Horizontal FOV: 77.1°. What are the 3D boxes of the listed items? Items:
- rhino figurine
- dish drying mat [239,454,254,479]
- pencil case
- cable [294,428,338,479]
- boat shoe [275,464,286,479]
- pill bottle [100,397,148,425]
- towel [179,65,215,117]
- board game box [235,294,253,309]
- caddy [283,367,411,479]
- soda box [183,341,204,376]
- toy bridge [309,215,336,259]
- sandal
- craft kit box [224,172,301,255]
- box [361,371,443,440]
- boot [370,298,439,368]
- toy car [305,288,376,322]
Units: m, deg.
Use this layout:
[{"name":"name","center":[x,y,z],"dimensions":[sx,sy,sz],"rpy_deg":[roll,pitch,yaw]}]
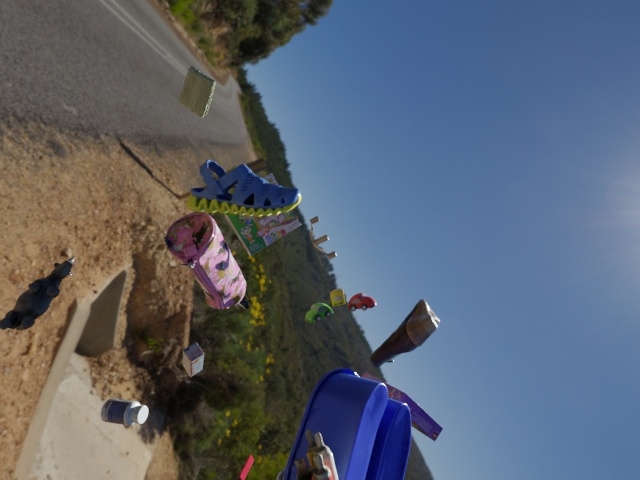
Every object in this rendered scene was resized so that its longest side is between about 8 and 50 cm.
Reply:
[{"name":"rhino figurine","center":[-0.741,0.136,1.072],"dimensions":[0.073,0.243,0.106],"rpy_deg":[38,-29,-20]},{"name":"dish drying mat","center":[-0.251,0.771,1.359],"dimensions":[0.083,0.008,0.032],"rpy_deg":[-54,133,-58]},{"name":"pencil case","center":[-0.355,0.081,1.295],"dimensions":[0.160,0.167,0.386],"rpy_deg":[32,-24,24]},{"name":"cable","center":[0.027,0.466,0.653],"dimensions":[0.139,0.072,0.287],"rpy_deg":[167,-98,-82]},{"name":"boat shoe","center":[-0.067,0.721,1.284],"dimensions":[0.066,0.066,0.183],"rpy_deg":[62,34,-9]},{"name":"pill bottle","center":[-0.575,0.507,1.183],"dimensions":[0.067,0.120,0.067],"rpy_deg":[2,90,-77]},{"name":"towel","center":[-0.428,-0.512,1.392],"dimensions":[0.110,0.148,0.027],"rpy_deg":[31,35,-5]},{"name":"board game box","center":[-0.386,0.231,1.753],"dimensions":[0.170,0.048,0.141],"rpy_deg":[45,-25,-11]},{"name":"caddy","center":[0.050,0.443,0.840],"dimensions":[0.241,0.179,0.341],"rpy_deg":[48,50,-34]},{"name":"soda box","center":[-0.506,0.476,1.596],"dimensions":[0.063,0.058,0.183],"rpy_deg":[48,-36,18]},{"name":"toy bridge","center":[0.000,0.000,1.544],"dimensions":[0.188,0.063,0.026],"rpy_deg":[64,0,-25]},{"name":"sandal","center":[-0.209,-0.140,1.076],"dimensions":[0.126,0.317,0.138],"rpy_deg":[-76,169,-75]},{"name":"craft kit box","center":[-0.243,-0.106,1.625],"dimensions":[0.247,0.250,0.061],"rpy_deg":[59,-18,-9]},{"name":"box","center":[0.279,0.595,1.461],"dimensions":[0.201,0.057,0.293],"rpy_deg":[45,-17,-12]},{"name":"boot","center":[0.240,0.268,1.172],"dimensions":[0.090,0.207,0.248],"rpy_deg":[54,13,6]},{"name":"toy car","center":[0.044,0.224,1.395],"dimensions":[0.239,0.225,0.053],"rpy_deg":[-1,-76,60]}]
